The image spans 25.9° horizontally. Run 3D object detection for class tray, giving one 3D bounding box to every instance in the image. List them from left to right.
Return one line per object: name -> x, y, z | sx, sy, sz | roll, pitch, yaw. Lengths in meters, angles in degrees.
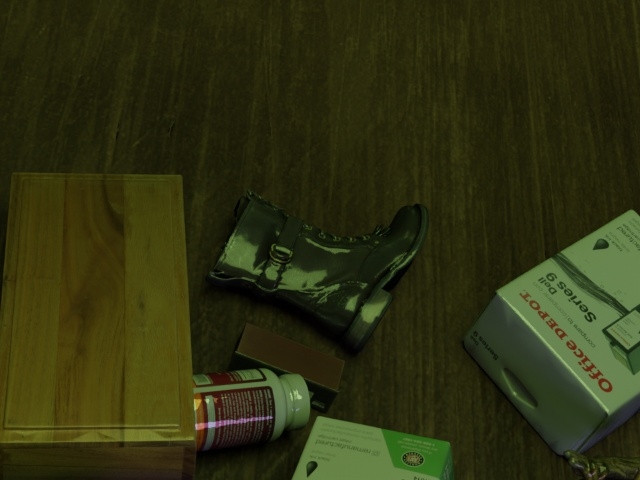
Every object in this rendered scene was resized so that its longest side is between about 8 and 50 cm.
tray -> -0.246, 0.080, 1.525 | 0.203, 0.076, 0.411 | 1, 41, -9

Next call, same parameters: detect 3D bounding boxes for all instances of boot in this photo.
boot -> 0.000, 0.000, 1.751 | 0.229, 0.091, 0.263 | 30, 50, 2

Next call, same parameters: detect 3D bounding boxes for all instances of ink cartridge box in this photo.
ink cartridge box -> 0.039, 0.311, 1.483 | 0.160, 0.092, 0.219 | 9, 45, 16
ink cartridge box -> 0.360, 0.116, 1.784 | 0.289, 0.121, 0.211 | -28, 67, -36

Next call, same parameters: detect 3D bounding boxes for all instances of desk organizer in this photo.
desk organizer -> -0.041, 0.150, 1.643 | 0.130, 0.047, 0.050 | 22, 46, -5

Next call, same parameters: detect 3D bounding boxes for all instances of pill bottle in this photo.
pill bottle -> -0.093, 0.189, 1.562 | 0.152, 0.086, 0.086 | -3, 55, -24

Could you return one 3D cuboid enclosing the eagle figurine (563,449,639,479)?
eagle figurine -> 0.318, 0.384, 1.541 | 0.226, 0.225, 0.298 | -2, 80, 25
